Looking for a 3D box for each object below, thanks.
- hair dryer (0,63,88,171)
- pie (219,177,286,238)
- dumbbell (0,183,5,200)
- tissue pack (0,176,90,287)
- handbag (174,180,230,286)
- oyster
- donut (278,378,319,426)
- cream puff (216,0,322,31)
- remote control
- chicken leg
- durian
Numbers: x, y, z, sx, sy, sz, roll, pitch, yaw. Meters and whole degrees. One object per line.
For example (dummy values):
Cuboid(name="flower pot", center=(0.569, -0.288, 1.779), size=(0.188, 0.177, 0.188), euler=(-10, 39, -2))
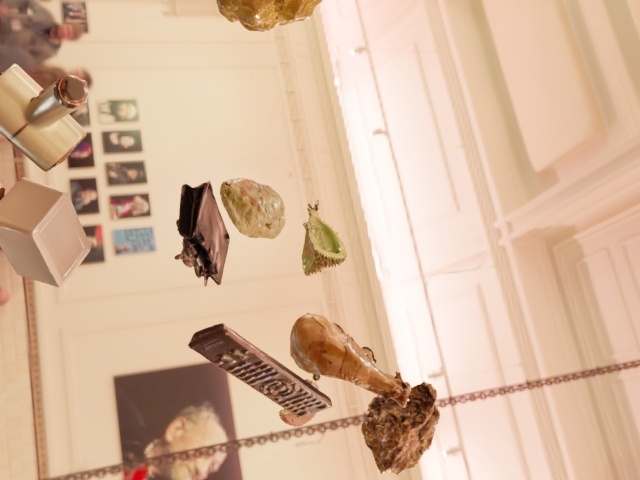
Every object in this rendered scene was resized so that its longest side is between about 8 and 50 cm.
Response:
Cuboid(name="hair dryer", center=(-0.535, -0.261, 1.295), size=(0.362, 0.128, 0.203), euler=(-5, -47, 52))
Cuboid(name="pie", center=(-0.197, -0.106, 1.969), size=(0.090, 0.248, 0.201), euler=(-30, -109, 32))
Cuboid(name="dumbbell", center=(-0.863, -0.127, 1.574), size=(0.082, 0.092, 0.231), euler=(69, 16, 15))
Cuboid(name="tissue pack", center=(-0.722, -0.015, 1.719), size=(0.246, 0.135, 0.159), euler=(92, 19, -51))
Cuboid(name="handbag", center=(-0.403, -0.008, 2.235), size=(0.326, 0.118, 0.269), euler=(77, 12, -49))
Cuboid(name="oyster", center=(0.216, 0.491, 1.710), size=(0.083, 0.214, 0.223), euler=(-167, -120, -84))
Cuboid(name="donut", center=(-0.059, 0.546, 2.191), size=(0.117, 0.166, 0.065), euler=(52, -18, -27))
Cuboid(name="cream puff", center=(-0.123, -0.600, 1.446), size=(0.185, 0.281, 0.282), euler=(69, 6, -66))
Cuboid(name="remote control", center=(-0.069, 0.173, 0.856), size=(0.245, 0.063, 0.025), euler=(46, 35, -41))
Cuboid(name="chicken leg", center=(0.043, 0.189, 1.006), size=(0.085, 0.207, 0.101), euler=(-61, -177, -37))
Cuboid(name="durian", center=(0.000, 0.000, 1.230), size=(0.215, 0.086, 0.100), euler=(-97, 174, -64))
